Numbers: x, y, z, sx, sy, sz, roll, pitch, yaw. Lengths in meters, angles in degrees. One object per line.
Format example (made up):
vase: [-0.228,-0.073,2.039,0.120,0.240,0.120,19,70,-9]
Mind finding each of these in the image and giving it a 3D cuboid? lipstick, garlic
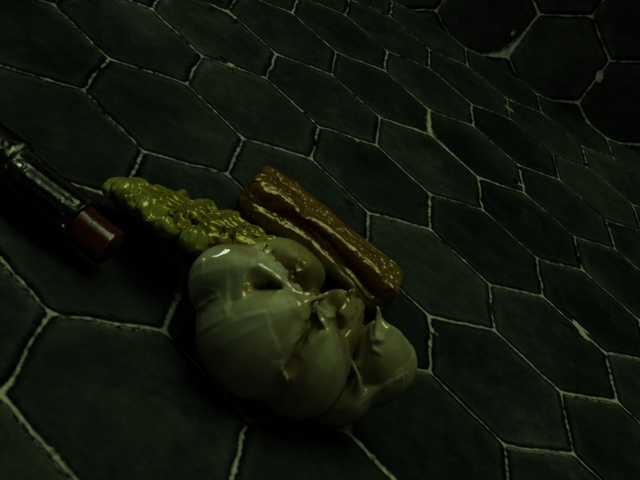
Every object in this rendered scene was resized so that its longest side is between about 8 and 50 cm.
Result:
lipstick: [-0.357,-0.076,1.247,0.299,0.081,0.081,37,26,5]
garlic: [-0.032,0.110,1.201,0.281,0.203,0.185,46,59,-2]

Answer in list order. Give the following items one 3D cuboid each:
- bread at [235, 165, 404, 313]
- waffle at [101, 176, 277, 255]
bread: [0.001,-0.002,1.548,0.271,0.077,0.139,36,17,-4]
waffle: [-0.146,-0.017,1.368,0.261,0.056,0.250,16,9,-40]
